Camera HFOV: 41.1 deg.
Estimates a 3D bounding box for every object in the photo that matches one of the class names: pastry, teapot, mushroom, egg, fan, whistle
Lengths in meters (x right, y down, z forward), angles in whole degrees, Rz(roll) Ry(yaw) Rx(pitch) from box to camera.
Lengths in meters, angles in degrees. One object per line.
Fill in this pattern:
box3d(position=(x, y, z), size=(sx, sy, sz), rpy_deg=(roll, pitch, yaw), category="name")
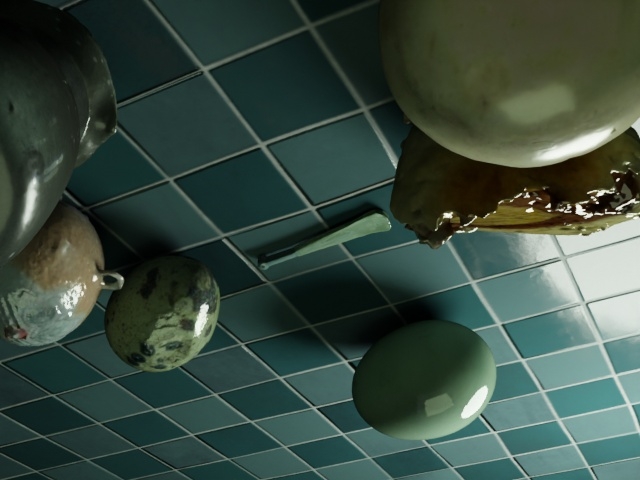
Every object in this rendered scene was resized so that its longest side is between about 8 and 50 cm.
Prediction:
box3d(position=(0.203, -0.082, 0.874), size=(0.255, 0.171, 0.236), rpy_deg=(-7, 176, 17), category="pastry")
box3d(position=(-0.336, -0.104, 0.764), size=(0.305, 0.285, 0.224), rpy_deg=(-9, 111, 15), category="teapot")
box3d(position=(0.172, -0.187, 0.713), size=(0.246, 0.202, 0.246), rpy_deg=(3, 106, 11), category="mushroom")
box3d(position=(-0.202, 0.093, 1.117), size=(0.141, 0.141, 0.181), rpy_deg=(25, 127, -30), category="egg")
box3d(position=(0.000, 0.000, 1.100), size=(0.193, 0.016, 0.038), rpy_deg=(-20, 136, 22), category="fan")
box3d(position=(-0.408, 0.033, 1.024), size=(0.347, 0.189, 0.189), rpy_deg=(9, 143, 5), category="whistle")
box3d(position=(0.148, 0.205, 1.247), size=(0.230, 0.168, 0.168), rpy_deg=(-26, 136, 33), category="egg")
